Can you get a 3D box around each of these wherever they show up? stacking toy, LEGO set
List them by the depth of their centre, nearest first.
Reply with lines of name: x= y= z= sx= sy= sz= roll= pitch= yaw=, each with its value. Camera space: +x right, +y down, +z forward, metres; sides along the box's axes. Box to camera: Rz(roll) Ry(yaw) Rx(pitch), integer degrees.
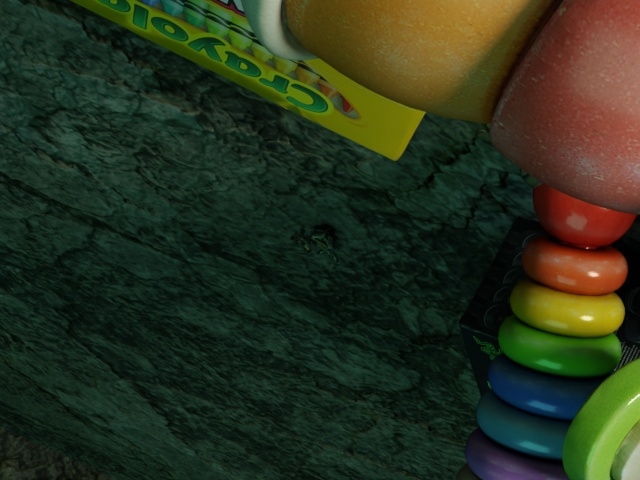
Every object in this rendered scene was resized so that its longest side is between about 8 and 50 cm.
stacking toy: x=0.226 y=-0.085 z=0.820 sx=0.480 sy=0.350 sz=0.350 roll=46 pitch=159 yaw=10
stacking toy: x=0.350 y=0.177 z=1.367 sx=0.130 sy=0.279 sz=0.309 roll=44 pitch=160 yaw=42
stacking toy: x=0.210 y=0.081 z=1.439 sx=0.141 sy=0.330 sz=0.141 roll=9 pitch=-167 yaw=-2
LEGO set: x=-0.002 y=-0.002 z=1.820 sx=0.083 sy=0.023 sz=0.054 roll=19 pitch=157 yaw=50

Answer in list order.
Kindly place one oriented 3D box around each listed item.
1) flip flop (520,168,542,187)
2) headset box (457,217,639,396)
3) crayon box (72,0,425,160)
flip flop: x=0.185 y=-0.133 z=1.256 sx=0.080 sy=0.112 sz=0.277 roll=46 pitch=167 yaw=22
headset box: x=0.282 y=0.124 z=1.625 sx=0.283 sy=0.131 sz=0.246 roll=21 pitch=157 yaw=24
crayon box: x=-0.052 y=-0.232 z=1.270 sx=0.363 sy=0.106 sz=0.313 roll=27 pitch=157 yaw=0
